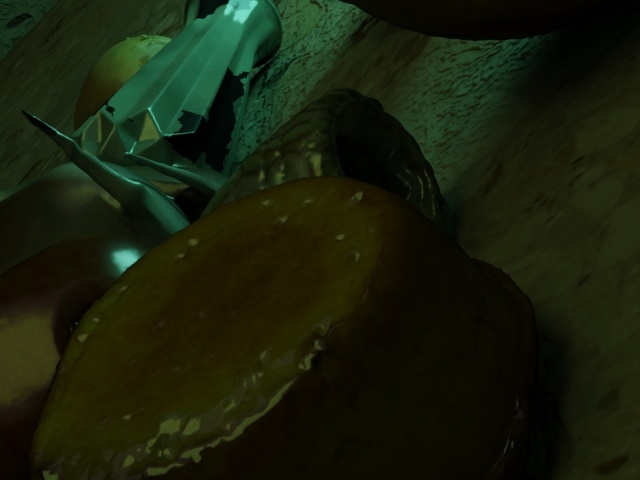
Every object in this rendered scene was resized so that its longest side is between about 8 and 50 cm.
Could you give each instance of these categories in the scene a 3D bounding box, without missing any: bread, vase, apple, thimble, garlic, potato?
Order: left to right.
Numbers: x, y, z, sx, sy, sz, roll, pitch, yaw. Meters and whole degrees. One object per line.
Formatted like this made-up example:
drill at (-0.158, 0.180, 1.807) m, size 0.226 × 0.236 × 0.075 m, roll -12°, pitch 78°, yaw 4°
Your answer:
apple at (-0.152, 0.117, 1.238) m, size 0.230 × 0.230 × 0.230 m, roll -43°, pitch 20°, yaw 20°
garlic at (-0.153, -0.011, 1.461) m, size 0.231 × 0.246 × 0.340 m, roll -44°, pitch 5°, yaw -31°
potato at (-0.211, -0.159, 2.034) m, size 0.150 × 0.146 × 0.234 m, roll -27°, pitch 6°, yaw -29°
vase at (-0.138, -0.136, 1.799) m, size 0.165 × 0.165 × 0.360 m, roll -36°, pitch 19°, yaw 35°
bread at (-0.022, 0.097, 0.997) m, size 0.312 × 0.172 × 0.312 m, roll -28°, pitch 30°, yaw 17°
thimble at (0.000, 0.000, 1.230) m, size 0.143 × 0.137 × 0.190 m, roll -38°, pitch 33°, yaw 31°

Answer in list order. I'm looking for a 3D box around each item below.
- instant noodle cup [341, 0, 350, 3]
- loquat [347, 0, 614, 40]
instant noodle cup at (0.058, -0.341, 1.639) m, size 0.235 × 0.235 × 0.178 m, roll -25°, pitch 41°, yaw 51°
loquat at (0.117, -0.299, 1.265) m, size 0.328 × 0.328 × 0.328 m, roll -43°, pitch 20°, yaw 20°
